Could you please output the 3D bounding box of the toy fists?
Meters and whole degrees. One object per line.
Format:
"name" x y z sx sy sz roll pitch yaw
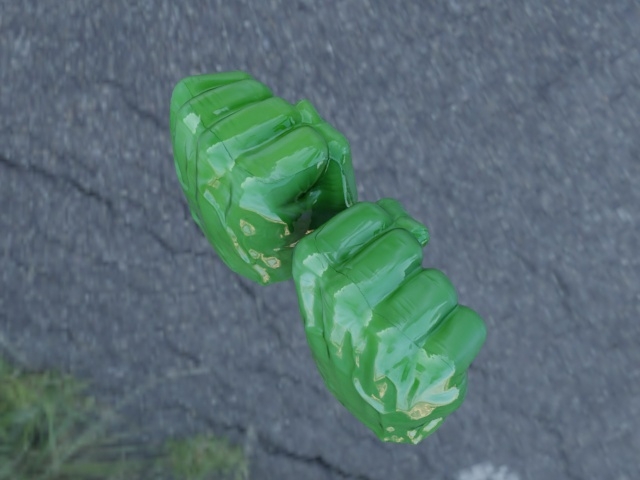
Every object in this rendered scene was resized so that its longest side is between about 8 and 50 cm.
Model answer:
"toy fists" 0.000 0.000 0.958 0.096 0.279 0.142 -35 155 -11
